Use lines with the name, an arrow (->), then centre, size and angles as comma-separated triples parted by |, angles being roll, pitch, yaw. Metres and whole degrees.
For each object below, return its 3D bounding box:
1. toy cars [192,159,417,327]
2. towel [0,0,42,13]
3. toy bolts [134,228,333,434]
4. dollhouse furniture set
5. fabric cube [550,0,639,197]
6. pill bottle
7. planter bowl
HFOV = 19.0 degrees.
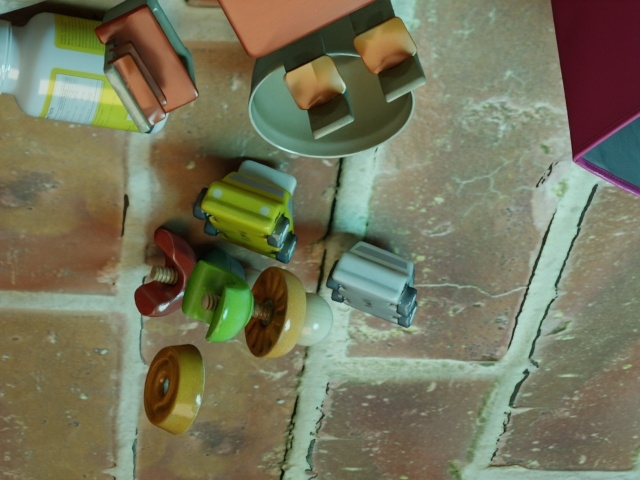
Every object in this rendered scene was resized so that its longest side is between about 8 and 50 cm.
toy cars -> 0.000, 0.000, 2.138 | 0.394, 0.087, 0.176 | 29, 169, -41
towel -> -0.410, -0.313, 1.616 | 0.321, 0.090, 0.374 | -12, 137, 13
toy bolts -> -0.104, 0.102, 2.155 | 0.158, 0.228, 0.218 | 13, 109, -30
dollhouse furniture set -> -0.060, -0.201, 1.678 | 0.259, 0.135, 0.262 | -26, 116, 8
fabric cube -> 0.389, -0.189, 1.753 | 0.259, 0.258, 0.254 | 24, 136, -33
pill bottle -> -0.239, -0.166, 1.865 | 0.184, 0.103, 0.103 | 8, 144, -16
planter bowl -> 0.009, -0.172, 1.874 | 0.162, 0.109, 0.162 | -2, 145, -1
